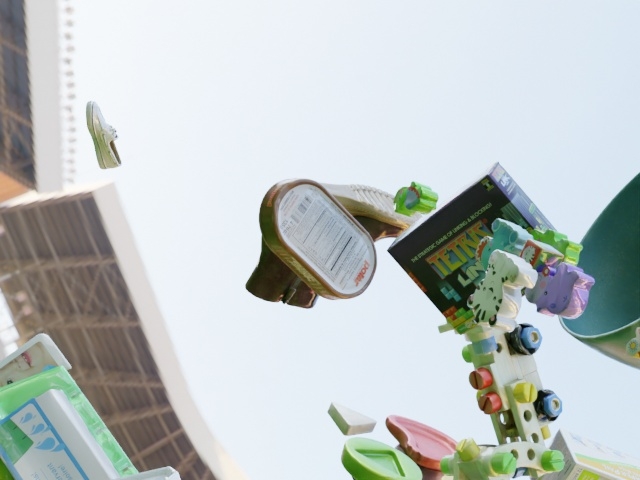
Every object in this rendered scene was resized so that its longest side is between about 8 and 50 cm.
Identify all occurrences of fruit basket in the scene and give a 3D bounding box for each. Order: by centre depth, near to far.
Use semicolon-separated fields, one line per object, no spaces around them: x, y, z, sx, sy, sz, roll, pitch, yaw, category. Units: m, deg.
-0.361;0.311;0.998;0.327;0.353;0.165;50;-24;19;fruit basket

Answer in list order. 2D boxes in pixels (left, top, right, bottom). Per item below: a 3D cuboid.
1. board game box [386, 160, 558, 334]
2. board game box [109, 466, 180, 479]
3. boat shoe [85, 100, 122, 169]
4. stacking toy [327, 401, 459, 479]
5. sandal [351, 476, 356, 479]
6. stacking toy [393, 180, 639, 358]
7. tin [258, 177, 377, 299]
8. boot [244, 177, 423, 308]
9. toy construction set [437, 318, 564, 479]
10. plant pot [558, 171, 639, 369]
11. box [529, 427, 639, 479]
0.185;0.012;1.106;0.141;0.048;0.170;47;-55;-4;board game box
-0.294;0.226;0.368;0.390;0.390;0.050;-19;-87;24;board game box
-0.290;-0.142;1.272;0.035;0.035;0.100;-4;-63;8;boat shoe
0.133;0.406;1.553;0.309;0.279;0.130;-125;-124;-72;stacking toy
0.098;0.453;1.733;0.040;0.067;0.179;61;10;-52;sandal
0.162;0.025;0.735;0.052;0.167;0.221;-66;-155;14;stacking toy
0.000;0.000;1.218;0.189;0.106;0.040;44;-22;-26;tin
0.022;0.015;1.470;0.090;0.248;0.207;-109;-144;-57;boot
0.239;0.219;1.316;0.151;0.215;0.328;3;-76;52;toy construction set
0.436;0.045;1.045;0.195;0.290;0.290;37;-31;-10;plant pot
0.471;0.414;1.568;0.103;0.203;0.114;-94;-152;-68;box
